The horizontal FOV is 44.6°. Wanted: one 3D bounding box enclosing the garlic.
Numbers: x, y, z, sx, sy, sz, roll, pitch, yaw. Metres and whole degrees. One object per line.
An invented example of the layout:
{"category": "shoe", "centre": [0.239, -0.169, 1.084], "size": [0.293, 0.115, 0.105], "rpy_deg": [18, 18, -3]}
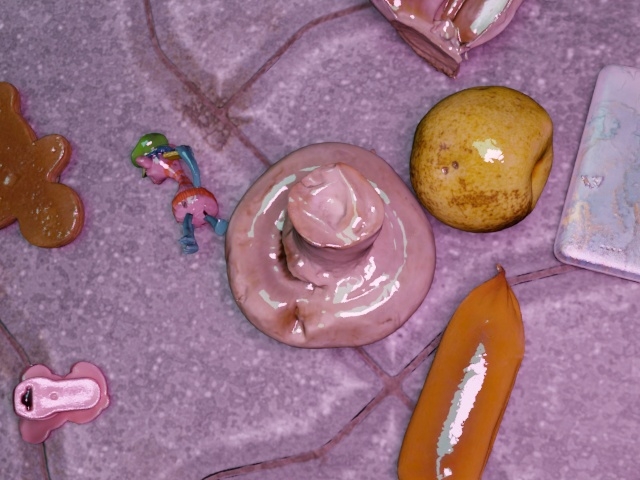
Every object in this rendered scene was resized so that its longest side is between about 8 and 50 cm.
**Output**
{"category": "garlic", "centre": [0.173, -0.390, 1.088], "size": [0.237, 0.210, 0.292], "rpy_deg": [19, 93, 23]}

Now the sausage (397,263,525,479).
{"category": "sausage", "centre": [0.197, 0.185, 1.027], "size": [0.112, 0.112, 0.328], "rpy_deg": [19, 83, 16]}

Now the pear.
{"category": "pear", "centre": [0.205, -0.110, 1.031], "size": [0.197, 0.197, 0.197], "rpy_deg": [-3, 79, 13]}

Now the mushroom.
{"category": "mushroom", "centre": [0.000, 0.000, 1.009], "size": [0.292, 0.290, 0.293], "rpy_deg": [-2, 77, 9]}

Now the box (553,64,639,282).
{"category": "box", "centre": [0.416, -0.092, 1.055], "size": [0.142, 0.044, 0.285], "rpy_deg": [15, 84, 12]}

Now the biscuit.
{"category": "biscuit", "centre": [-0.489, -0.106, 1.275], "size": [0.197, 0.049, 0.301], "rpy_deg": [-46, 73, 7]}

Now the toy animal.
{"category": "toy animal", "centre": [-0.208, -0.080, 1.175], "size": [0.208, 0.100, 0.103], "rpy_deg": [60, 135, 28]}

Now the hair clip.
{"category": "hair clip", "centre": [-0.398, 0.242, 1.198], "size": [0.138, 0.102, 0.123], "rpy_deg": [-7, 78, -21]}
